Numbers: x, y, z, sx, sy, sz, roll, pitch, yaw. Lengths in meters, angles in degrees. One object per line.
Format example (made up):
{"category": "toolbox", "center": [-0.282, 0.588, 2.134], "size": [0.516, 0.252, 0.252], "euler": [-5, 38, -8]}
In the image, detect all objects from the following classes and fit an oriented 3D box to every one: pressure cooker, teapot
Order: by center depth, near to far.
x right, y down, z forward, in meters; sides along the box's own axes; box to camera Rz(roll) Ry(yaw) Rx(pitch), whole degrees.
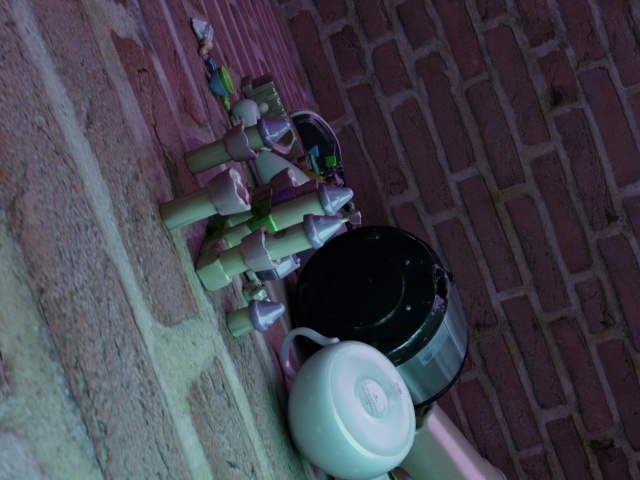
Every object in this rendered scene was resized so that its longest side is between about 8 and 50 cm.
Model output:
{"category": "teapot", "center": [0.029, 0.309, 1.119], "size": [0.252, 0.187, 0.256], "euler": [38, 39, -20]}
{"category": "pressure cooker", "center": [0.160, 0.213, 1.508], "size": [0.420, 0.370, 0.375], "euler": [54, 22, -51]}

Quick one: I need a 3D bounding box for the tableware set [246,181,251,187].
{"category": "tableware set", "center": [-0.115, -0.038, 1.454], "size": [0.128, 0.039, 0.194], "euler": [-98, 166, -54]}

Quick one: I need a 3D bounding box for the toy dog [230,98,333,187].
{"category": "toy dog", "center": [-0.085, -0.199, 1.530], "size": [0.220, 0.161, 0.333], "euler": [-121, -173, -70]}

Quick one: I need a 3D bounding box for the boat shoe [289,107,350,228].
{"category": "boat shoe", "center": [0.002, -0.226, 2.168], "size": [0.156, 0.187, 0.500], "euler": [-108, 179, -54]}

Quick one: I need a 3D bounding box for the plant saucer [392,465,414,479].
{"category": "plant saucer", "center": [0.177, 0.646, 1.335], "size": [0.310, 0.050, 0.310], "euler": [-2, 90, -73]}

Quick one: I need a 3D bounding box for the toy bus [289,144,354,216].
{"category": "toy bus", "center": [-0.025, -0.137, 1.682], "size": [0.104, 0.191, 0.202], "euler": [-44, 114, -81]}

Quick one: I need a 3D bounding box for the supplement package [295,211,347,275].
{"category": "supplement package", "center": [0.000, 0.000, 1.729], "size": [0.244, 0.139, 0.134], "euler": [-84, 157, -70]}

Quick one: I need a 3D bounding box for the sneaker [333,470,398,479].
{"category": "sneaker", "center": [0.081, 0.490, 1.199], "size": [0.145, 0.147, 0.384], "euler": [57, -4, -35]}

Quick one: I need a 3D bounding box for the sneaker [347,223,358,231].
{"category": "sneaker", "center": [0.092, -0.017, 2.430], "size": [0.107, 0.124, 0.283], "euler": [52, 20, -62]}

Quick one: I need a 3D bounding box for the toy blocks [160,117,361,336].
{"category": "toy blocks", "center": [-0.060, -0.031, 1.038], "size": [0.288, 0.260, 0.309], "euler": [-95, 163, -62]}

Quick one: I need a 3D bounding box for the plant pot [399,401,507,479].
{"category": "plant pot", "center": [0.305, 0.627, 1.773], "size": [0.305, 0.334, 0.334], "euler": [59, 9, -4]}

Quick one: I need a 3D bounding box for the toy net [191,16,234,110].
{"category": "toy net", "center": [-0.250, -0.432, 1.495], "size": [0.122, 0.045, 0.232], "euler": [43, 28, -71]}

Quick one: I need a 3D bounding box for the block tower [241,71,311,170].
{"category": "block tower", "center": [-0.128, -0.345, 1.907], "size": [0.091, 0.097, 0.335], "euler": [-99, 165, -56]}

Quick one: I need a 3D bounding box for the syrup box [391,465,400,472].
{"category": "syrup box", "center": [0.122, 0.535, 1.434], "size": [0.237, 0.096, 0.093], "euler": [54, 20, -63]}
